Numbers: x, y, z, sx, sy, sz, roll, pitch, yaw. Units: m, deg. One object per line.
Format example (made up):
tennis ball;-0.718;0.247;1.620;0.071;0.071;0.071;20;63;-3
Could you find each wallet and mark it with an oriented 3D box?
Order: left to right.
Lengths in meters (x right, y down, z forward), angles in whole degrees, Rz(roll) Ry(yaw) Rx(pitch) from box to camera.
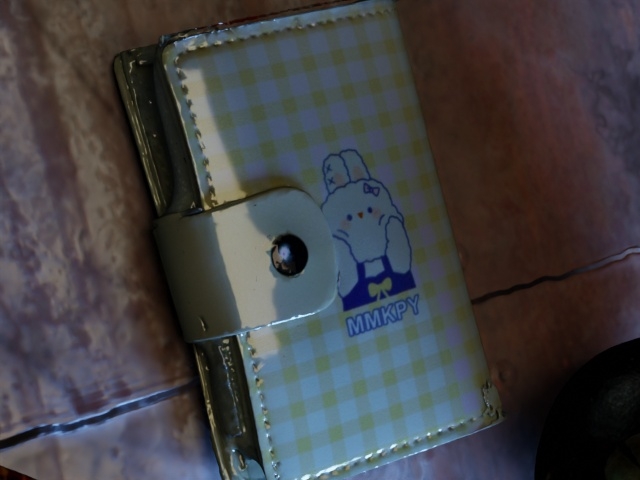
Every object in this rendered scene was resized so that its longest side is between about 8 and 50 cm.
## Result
wallet;0.000;0.000;0.988;0.223;0.077;0.309;-15;91;-34

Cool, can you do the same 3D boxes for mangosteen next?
mangosteen;0.264;0.167;1.017;0.243;0.243;0.242;5;80;-29

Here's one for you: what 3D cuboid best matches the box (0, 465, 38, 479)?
box;-0.117;0.213;0.776;0.415;0.264;0.115;27;70;-26
